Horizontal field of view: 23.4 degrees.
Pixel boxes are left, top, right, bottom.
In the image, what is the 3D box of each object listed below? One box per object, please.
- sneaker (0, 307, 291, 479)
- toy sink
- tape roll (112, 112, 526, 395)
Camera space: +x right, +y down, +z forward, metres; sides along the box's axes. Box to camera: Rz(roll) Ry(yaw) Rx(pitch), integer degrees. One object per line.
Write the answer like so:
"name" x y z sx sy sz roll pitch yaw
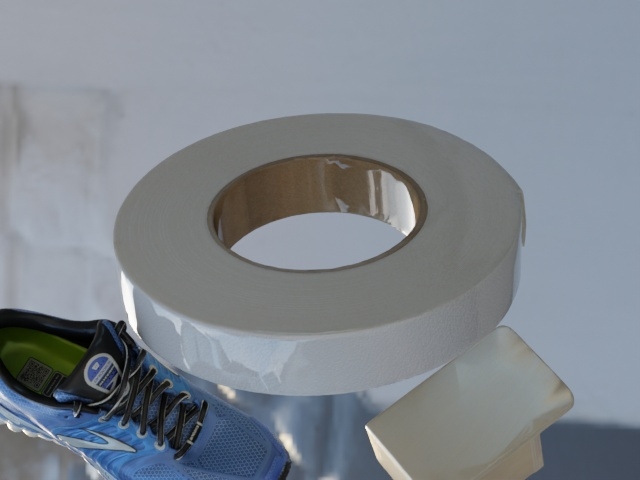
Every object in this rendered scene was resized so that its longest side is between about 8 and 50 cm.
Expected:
"sneaker" -0.184 0.158 1.429 0.147 0.330 0.130 97 -164 -66
"toy sink" 0.202 0.251 2.024 0.153 0.234 0.131 47 168 30
"tape roll" 0.000 0.000 1.465 0.392 0.392 0.072 -101 5 -57
